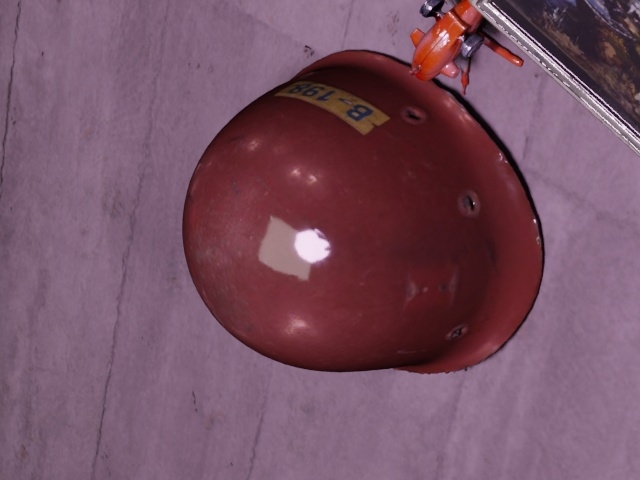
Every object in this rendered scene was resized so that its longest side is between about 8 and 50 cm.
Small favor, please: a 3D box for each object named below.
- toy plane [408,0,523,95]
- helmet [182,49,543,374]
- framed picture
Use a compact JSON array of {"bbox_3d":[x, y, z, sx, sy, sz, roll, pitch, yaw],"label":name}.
[{"bbox_3d":[0.154,-0.216,1.774,0.194,0.077,0.126,-26,94,37],"label":"toy plane"},{"bbox_3d":[0.000,0.000,1.887,0.385,0.230,0.337,28,121,37],"label":"helmet"},{"bbox_3d":[0.277,-0.181,1.628,0.296,0.019,0.232,43,140,9],"label":"framed picture"}]
